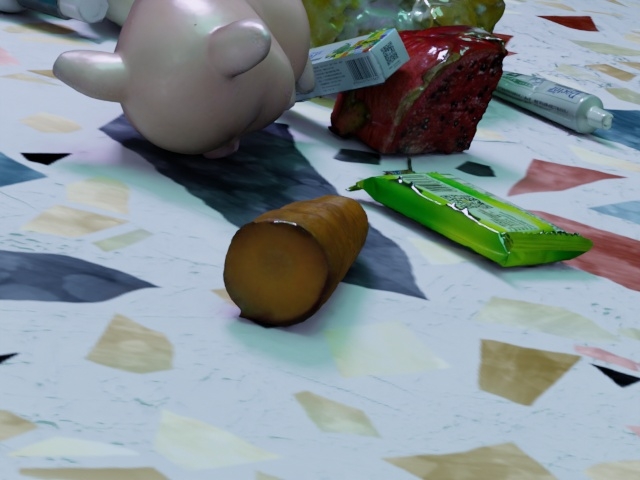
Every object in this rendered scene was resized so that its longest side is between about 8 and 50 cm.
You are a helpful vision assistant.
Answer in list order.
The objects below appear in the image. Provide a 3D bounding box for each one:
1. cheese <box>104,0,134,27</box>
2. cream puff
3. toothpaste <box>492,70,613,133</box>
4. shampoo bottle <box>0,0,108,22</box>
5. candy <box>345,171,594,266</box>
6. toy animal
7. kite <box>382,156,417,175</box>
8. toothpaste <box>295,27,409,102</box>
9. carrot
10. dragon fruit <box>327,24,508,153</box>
[{"bbox_3d":[-0.151,-0.339,1.760,0.173,0.248,0.251,13,25,3],"label":"cheese"},{"bbox_3d":[0.049,-0.239,1.714,0.282,0.185,0.282,18,53,-26],"label":"cream puff"},{"bbox_3d":[0.227,-0.152,1.749,0.064,0.041,0.218,-8,23,-33],"label":"toothpaste"},{"bbox_3d":[-0.306,-0.264,1.691,0.192,0.074,0.074,22,21,26],"label":"shampoo bottle"},{"bbox_3d":[0.115,-0.020,1.295,0.102,0.032,0.178,-1,20,-43],"label":"candy"},{"bbox_3d":[-0.088,-0.153,1.362,0.166,0.154,0.250,-28,10,18],"label":"toy animal"},{"bbox_3d":[0.071,-0.059,1.427,0.044,0.002,0.078,4,21,-21],"label":"kite"},{"bbox_3d":[0.007,-0.151,1.486,0.164,0.034,0.046,-7,28,48],"label":"toothpaste"},{"bbox_3d":[0.000,0.000,1.112,0.072,0.072,0.205,16,16,14],"label":"carrot"},{"bbox_3d":[0.071,-0.150,1.518,0.120,0.127,0.161,3,20,-47],"label":"dragon fruit"}]
